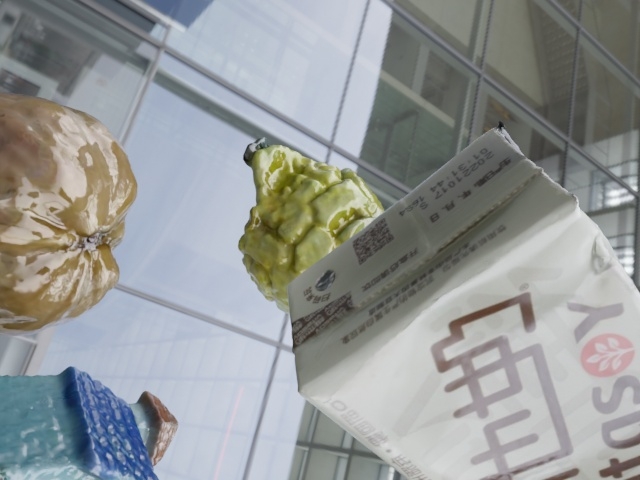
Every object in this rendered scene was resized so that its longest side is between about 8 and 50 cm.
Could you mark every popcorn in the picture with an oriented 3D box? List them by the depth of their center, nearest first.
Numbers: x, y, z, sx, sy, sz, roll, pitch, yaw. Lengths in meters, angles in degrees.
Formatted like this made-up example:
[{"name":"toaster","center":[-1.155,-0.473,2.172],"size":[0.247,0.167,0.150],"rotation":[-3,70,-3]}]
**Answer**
[{"name":"popcorn","center":[0.007,0.003,1.036],"size":[0.237,0.293,0.292],"rotation":[12,-105,28]}]

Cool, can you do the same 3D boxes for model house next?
[{"name":"model house","center":[-0.300,0.300,0.690],"size":[0.252,0.329,0.294],"rotation":[32,-69,47]}]

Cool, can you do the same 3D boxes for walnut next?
[{"name":"walnut","center":[-0.417,-0.044,0.795],"size":[0.306,0.344,0.306],"rotation":[17,90,-77]}]

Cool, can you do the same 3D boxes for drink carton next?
[{"name":"drink carton","center":[0.153,0.108,0.454],"size":[0.194,0.324,0.132],"rotation":[-38,-154,13]}]
